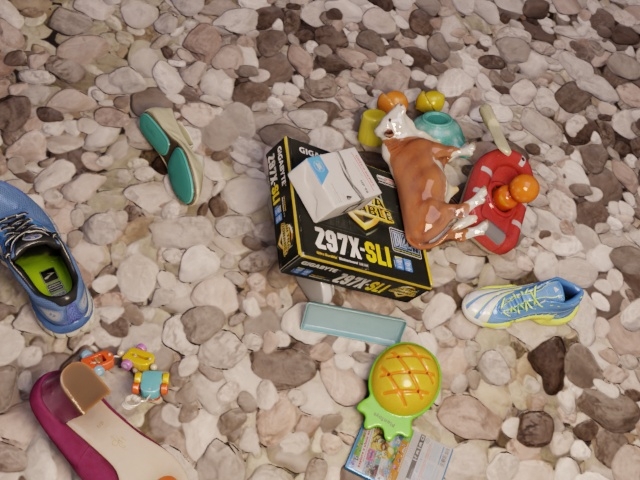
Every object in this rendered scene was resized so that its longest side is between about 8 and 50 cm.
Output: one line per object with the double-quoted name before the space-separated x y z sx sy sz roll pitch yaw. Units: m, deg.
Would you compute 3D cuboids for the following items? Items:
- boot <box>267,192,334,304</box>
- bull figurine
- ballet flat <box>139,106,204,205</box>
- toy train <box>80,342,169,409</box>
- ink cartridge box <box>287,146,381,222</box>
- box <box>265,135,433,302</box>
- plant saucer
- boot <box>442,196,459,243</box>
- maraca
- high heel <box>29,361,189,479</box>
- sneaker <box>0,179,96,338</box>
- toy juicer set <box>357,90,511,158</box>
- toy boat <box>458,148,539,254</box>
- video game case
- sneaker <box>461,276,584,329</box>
"boot" 0.000 0.000 1.586 0.123 0.095 0.258 -12 69 -28
"bull figurine" 0.216 -0.129 1.607 0.188 0.101 0.311 -9 71 0
"ballet flat" -0.279 -0.174 1.641 0.086 0.086 0.248 -21 65 -23
"toy train" -0.329 0.235 1.380 0.125 0.046 0.166 -23 43 -37
"ink cartridge box" 0.038 -0.106 1.480 0.180 0.060 0.104 -20 77 -49
"box" 0.056 -0.035 1.553 0.322 0.079 0.257 16 54 -35
"plant saucer" 0.062 0.154 1.525 0.192 0.067 0.018 12 34 -5
"boot" 0.242 -0.038 1.697 0.114 0.037 0.106 -13 65 -16
"maraca" 0.142 0.265 1.452 0.127 0.099 0.186 26 64 12
"high heel" -0.329 0.366 1.313 0.127 0.181 0.377 -29 88 -41
"sneaker" -0.501 0.008 1.433 0.129 0.147 0.330 -31 70 -27
"toy juicer set" 0.259 -0.246 1.784 0.328 0.090 0.209 12 38 13
"toy boat" 0.385 -0.092 1.676 0.151 0.151 0.231 37 55 -20
"video game case" 0.138 0.382 1.429 0.166 0.015 0.119 26 58 3
"sneaker" 0.400 0.109 1.589 0.240 0.126 0.091 -1 59 -14
